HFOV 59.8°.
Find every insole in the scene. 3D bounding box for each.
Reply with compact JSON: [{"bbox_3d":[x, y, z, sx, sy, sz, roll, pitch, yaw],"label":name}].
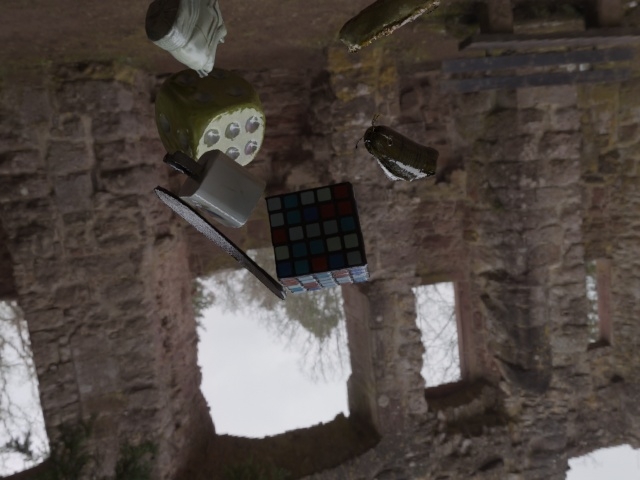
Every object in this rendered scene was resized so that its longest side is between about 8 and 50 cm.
[{"bbox_3d":[-0.176,0.001,0.968,0.012,0.309,0.110,-48,171,-19],"label":"insole"}]

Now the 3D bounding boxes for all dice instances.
[{"bbox_3d":[-0.311,-0.338,1.574,0.238,0.226,0.233,-27,-124,-34],"label":"dice"}]

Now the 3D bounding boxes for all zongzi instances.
[{"bbox_3d":[0.178,-0.240,1.612,0.248,0.111,0.241,22,162,-27],"label":"zongzi"}]

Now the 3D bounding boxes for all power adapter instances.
[{"bbox_3d":[-0.246,-0.132,1.225,0.205,0.125,0.130,34,167,-27],"label":"power adapter"}]

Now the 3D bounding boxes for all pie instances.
[{"bbox_3d":[0.197,-0.594,1.449,0.315,0.092,0.315,-27,-166,7],"label":"pie"}]

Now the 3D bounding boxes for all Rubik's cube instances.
[{"bbox_3d":[0.000,0.000,1.177,0.187,0.182,0.184,-11,164,7],"label":"Rubik's cube"}]

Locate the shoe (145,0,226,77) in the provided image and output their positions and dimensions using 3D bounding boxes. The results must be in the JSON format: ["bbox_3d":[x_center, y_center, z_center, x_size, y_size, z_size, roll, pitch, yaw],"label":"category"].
[{"bbox_3d":[-0.315,-0.578,1.399,0.132,0.342,0.210,-5,156,24],"label":"shoe"}]
